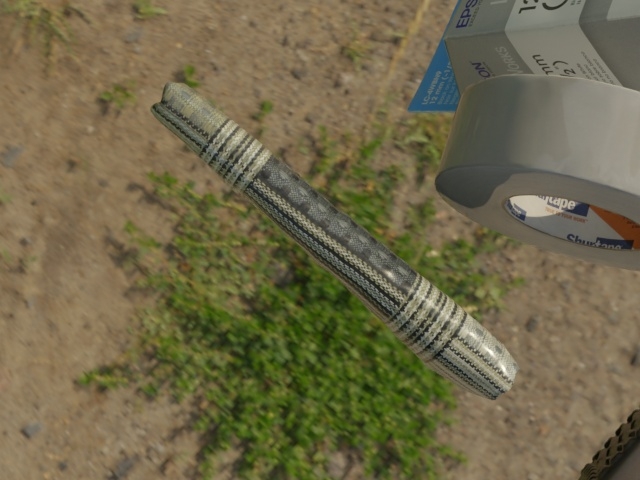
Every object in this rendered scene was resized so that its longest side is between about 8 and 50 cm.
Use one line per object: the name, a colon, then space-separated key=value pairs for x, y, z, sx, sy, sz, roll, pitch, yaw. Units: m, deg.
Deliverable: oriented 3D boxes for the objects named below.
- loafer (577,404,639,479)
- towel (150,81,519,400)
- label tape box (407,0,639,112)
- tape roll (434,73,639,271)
loafer: x=0.181 y=0.271 z=0.926 sx=0.130 sy=0.134 sz=0.366 roll=39 pitch=105 yaw=9
towel: x=0.000 y=0.000 z=1.022 sx=0.312 sy=0.324 sz=0.056 roll=39 pitch=91 yaw=-3
label tape box: x=0.224 y=-0.246 z=1.168 sx=0.115 sy=0.347 sz=0.249 roll=43 pitch=62 yaw=-37
tape roll: x=0.198 y=-0.045 z=0.973 sx=0.219 sy=0.219 sz=0.072 roll=24 pitch=77 yaw=-33
